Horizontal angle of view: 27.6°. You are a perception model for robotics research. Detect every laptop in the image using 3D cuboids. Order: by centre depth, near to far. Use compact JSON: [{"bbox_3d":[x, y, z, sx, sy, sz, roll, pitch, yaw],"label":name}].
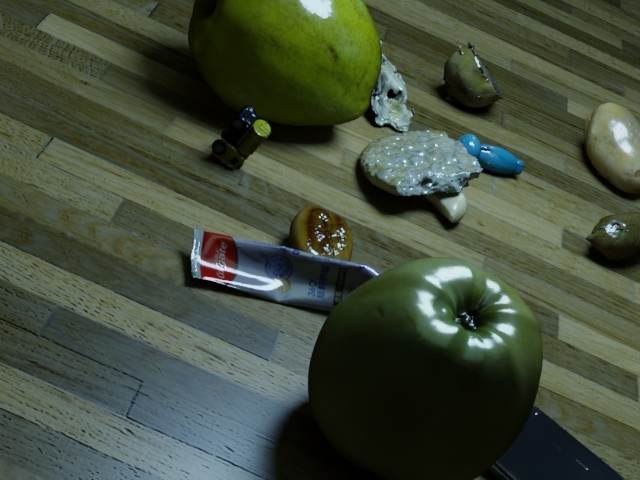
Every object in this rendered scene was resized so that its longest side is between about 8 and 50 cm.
[{"bbox_3d":[0.300,0.295,1.567,0.207,0.026,0.154,39,34,18],"label":"laptop"}]

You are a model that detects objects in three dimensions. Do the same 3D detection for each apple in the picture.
[{"bbox_3d":[0.120,0.150,1.462,0.262,0.262,0.262,18,33,-13],"label":"apple"}]

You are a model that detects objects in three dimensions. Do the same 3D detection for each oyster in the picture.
[{"bbox_3d":[0.108,-0.248,2.189,0.106,0.061,0.200,38,32,-16],"label":"oyster"}]

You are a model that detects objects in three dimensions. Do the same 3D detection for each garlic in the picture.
[{"bbox_3d":[0.194,-0.057,1.979,0.053,0.041,0.083,-16,40,-32],"label":"garlic"}]

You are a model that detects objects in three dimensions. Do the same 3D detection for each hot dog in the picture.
[{"bbox_3d":[-0.002,0.000,1.747,0.089,0.060,0.140,16,43,-19],"label":"hot dog"}]

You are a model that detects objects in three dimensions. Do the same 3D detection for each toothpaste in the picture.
[{"bbox_3d":[-0.018,0.048,1.656,0.301,0.048,0.075,12,76,-12],"label":"toothpaste"}]

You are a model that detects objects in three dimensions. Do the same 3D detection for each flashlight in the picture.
[{"bbox_3d":[0.276,-0.135,2.140,0.129,0.051,0.051,20,33,-22],"label":"flashlight"}]

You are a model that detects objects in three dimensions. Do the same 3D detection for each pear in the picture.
[{"bbox_3d":[-0.046,-0.295,1.961,0.307,0.253,0.253,25,31,-23],"label":"pear"}]

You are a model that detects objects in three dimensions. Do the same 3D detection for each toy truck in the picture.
[{"bbox_3d":[-0.114,-0.142,1.843,0.054,0.083,0.049,40,32,-6],"label":"toy truck"}]

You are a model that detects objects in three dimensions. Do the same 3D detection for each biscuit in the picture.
[{"bbox_3d":[0.158,-0.118,2.004,0.188,0.040,0.265,17,27,20],"label":"biscuit"}]

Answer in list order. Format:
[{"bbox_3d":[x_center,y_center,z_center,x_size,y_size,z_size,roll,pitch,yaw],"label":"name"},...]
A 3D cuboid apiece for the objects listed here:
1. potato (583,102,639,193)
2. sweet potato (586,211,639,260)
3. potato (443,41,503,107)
[{"bbox_3d":[0.525,-0.162,2.294,0.109,0.118,0.178,-20,61,-5],"label":"potato"},{"bbox_3d":[0.524,-0.019,2.128,0.075,0.075,0.273,44,34,25],"label":"sweet potato"},{"bbox_3d":[0.265,-0.270,2.310,0.101,0.089,0.172,63,11,16],"label":"potato"}]
